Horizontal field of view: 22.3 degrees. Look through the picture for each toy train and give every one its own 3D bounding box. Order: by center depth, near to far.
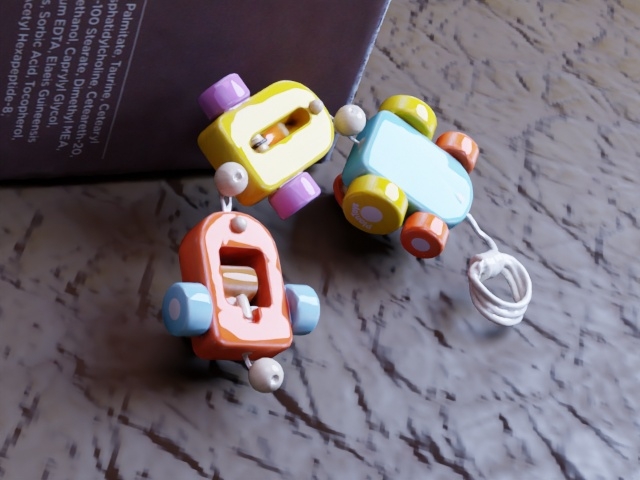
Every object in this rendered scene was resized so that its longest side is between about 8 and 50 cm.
[{"bbox_3d":[0.000,0.000,0.629,0.166,0.046,0.125,-2,69,-38],"label":"toy train"}]

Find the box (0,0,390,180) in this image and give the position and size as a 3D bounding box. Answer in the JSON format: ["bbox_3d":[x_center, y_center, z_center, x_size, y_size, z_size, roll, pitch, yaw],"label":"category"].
[{"bbox_3d":[-0.092,-0.138,0.640,0.203,0.167,0.168,-4,46,-28],"label":"box"}]
